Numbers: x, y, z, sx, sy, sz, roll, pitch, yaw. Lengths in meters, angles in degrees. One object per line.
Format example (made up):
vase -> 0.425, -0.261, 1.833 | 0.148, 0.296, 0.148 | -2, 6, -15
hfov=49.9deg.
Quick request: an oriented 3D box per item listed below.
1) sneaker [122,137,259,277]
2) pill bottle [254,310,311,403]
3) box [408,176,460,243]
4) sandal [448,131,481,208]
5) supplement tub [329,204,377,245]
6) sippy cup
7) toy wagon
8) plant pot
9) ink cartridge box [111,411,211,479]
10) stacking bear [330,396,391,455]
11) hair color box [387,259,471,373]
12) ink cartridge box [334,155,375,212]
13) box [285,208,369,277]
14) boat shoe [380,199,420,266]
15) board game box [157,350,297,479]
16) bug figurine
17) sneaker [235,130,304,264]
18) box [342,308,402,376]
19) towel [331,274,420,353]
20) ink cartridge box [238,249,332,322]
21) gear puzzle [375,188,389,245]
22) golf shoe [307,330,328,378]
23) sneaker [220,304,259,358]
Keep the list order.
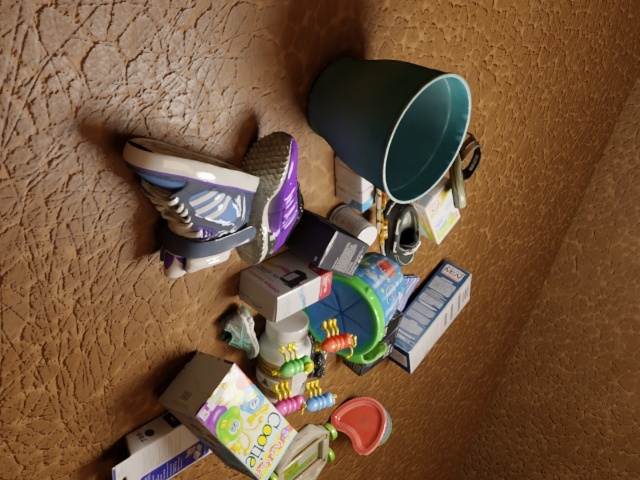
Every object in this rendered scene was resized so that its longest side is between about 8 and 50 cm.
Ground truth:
sneaker -> -0.246, -0.036, 1.219 | 0.323, 0.130, 0.236 | 9, 106, -61
pill bottle -> -0.091, 0.282, 1.696 | 0.131, 0.131, 0.229 | -25, 135, -40
box -> 0.303, -0.099, 1.915 | 0.114, 0.103, 0.203 | -50, 147, -12
sandal -> 0.390, -0.215, 1.842 | 0.120, 0.086, 0.302 | 56, 32, -53
supplement tub -> 0.077, -0.032, 1.665 | 0.071, 0.107, 0.071 | -28, 140, -26
sippy cup -> 0.102, 0.144, 1.767 | 0.224, 0.240, 0.305 | -34, 151, -48
toy wagon -> -0.067, 0.730, 2.169 | 0.267, 0.068, 0.344 | -30, 139, -35
plant pot -> 0.124, -0.252, 1.410 | 0.272, 0.255, 0.271 | -32, 140, -32
ink cartridge box -> -0.347, 0.472, 1.583 | 0.333, 0.065, 0.165 | -25, 135, -42
stacking bear -> 0.163, 0.630, 2.317 | 0.164, 0.175, 0.289 | -44, 155, -8
hair color box -> 0.355, 0.250, 2.254 | 0.347, 0.105, 0.173 | -47, 152, -21
ink cartridge box -> 0.081, -0.140, 1.601 | 0.052, 0.089, 0.122 | -37, 143, -29
box -> 0.000, 0.000, 1.552 | 0.158, 0.156, 0.093 | 21, 100, -57
boat shoe -> 0.227, -0.009, 1.903 | 0.114, 0.091, 0.302 | -48, 146, -14
board game box -> -0.201, 0.394, 1.537 | 0.142, 0.144, 0.275 | -53, 128, -27
bug figurine -> -0.022, 0.328, 1.635 | 0.216, 0.072, 0.278 | -11, 127, -37
sneaker -> -0.088, -0.097, 1.419 | 0.146, 0.102, 0.293 | -22, 138, -48
box -> 0.151, 0.285, 2.007 | 0.147, 0.078, 0.180 | -27, 141, -38
towel -> 0.168, 0.219, 2.070 | 0.336, 0.040, 0.243 | -2, 120, -52
ink cartridge box -> -0.079, 0.098, 1.557 | 0.175, 0.127, 0.072 | -24, 134, -41
gear puzzle -> 0.159, -0.114, 1.680 | 0.175, 0.044, 0.338 | -84, 173, -47
golf shoe -> -0.007, 0.272, 1.869 | 0.094, 0.077, 0.198 | -67, 170, -84
sneaker -> -0.191, 0.221, 1.593 | 0.076, 0.065, 0.166 | -24, 134, -17
